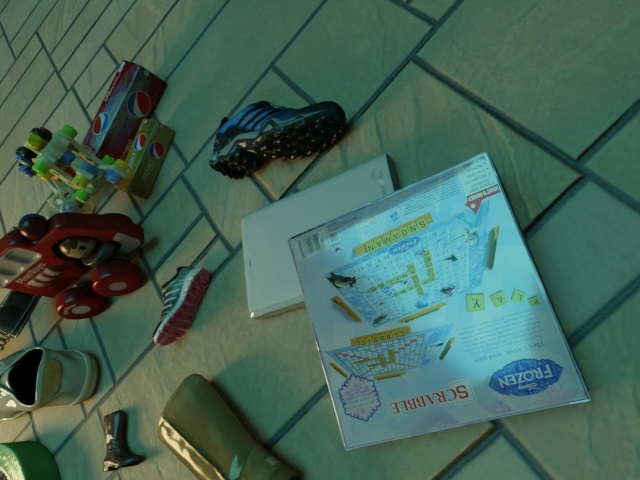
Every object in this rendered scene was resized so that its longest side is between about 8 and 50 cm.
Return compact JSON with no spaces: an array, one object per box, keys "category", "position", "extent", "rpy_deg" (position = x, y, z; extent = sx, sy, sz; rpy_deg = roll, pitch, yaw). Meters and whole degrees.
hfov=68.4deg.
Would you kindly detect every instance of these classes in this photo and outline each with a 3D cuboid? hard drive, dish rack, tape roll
[{"category":"hard drive","position":[0.000,0.000,0.809],"extent":[0.308,0.040,0.203],"rpy_deg":[-21,64,26]},{"category":"dish rack","position":[-0.798,0.215,1.178],"extent":[0.271,0.074,0.208],"rpy_deg":[-45,27,19]},{"category":"tape roll","position":[-0.690,0.610,1.019],"extent":[0.321,0.077,0.321],"rpy_deg":[-11,68,29]}]

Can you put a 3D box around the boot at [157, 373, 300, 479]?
[{"category":"boot","position":[-0.184,0.392,0.773],"extent":[0.270,0.089,0.236],"rpy_deg":[27,79,35]}]

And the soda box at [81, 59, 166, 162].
[{"category":"soda box","position":[-0.499,-0.311,1.190],"extent":[0.083,0.092,0.263],"rpy_deg":[26,89,32]}]

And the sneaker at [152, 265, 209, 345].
[{"category":"sneaker","position":[-0.287,0.123,0.936],"extent":[0.075,0.063,0.170],"rpy_deg":[20,81,35]}]

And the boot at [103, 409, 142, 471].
[{"category":"boot","position":[-0.393,0.388,0.933],"extent":[0.106,0.037,0.114],"rpy_deg":[-22,59,22]}]

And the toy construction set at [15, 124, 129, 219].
[{"category":"toy construction set","position":[-0.587,-0.150,1.098],"extent":[0.328,0.215,0.151],"rpy_deg":[-30,34,49]}]

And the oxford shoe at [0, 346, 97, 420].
[{"category":"oxford shoe","position":[-0.704,0.327,1.090],"extent":[0.450,0.130,0.169],"rpy_deg":[-15,69,29]}]

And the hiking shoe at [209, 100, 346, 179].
[{"category":"hiking shoe","position":[-0.094,-0.221,0.894],"extent":[0.304,0.113,0.132],"rpy_deg":[-12,69,29]}]

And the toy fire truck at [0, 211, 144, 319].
[{"category":"toy fire truck","position":[-0.546,0.037,1.007],"extent":[0.302,0.254,0.169],"rpy_deg":[-31,61,20]}]

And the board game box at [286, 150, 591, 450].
[{"category":"board game box","position":[0.136,0.090,0.646],"extent":[0.319,0.066,0.317],"rpy_deg":[-23,74,24]}]

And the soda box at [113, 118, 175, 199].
[{"category":"soda box","position":[-0.418,-0.194,1.122],"extent":[0.061,0.058,0.181],"rpy_deg":[18,85,36]}]

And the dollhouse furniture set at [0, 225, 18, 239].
[{"category":"dollhouse furniture set","position":[-0.919,0.030,1.322],"extent":[0.144,0.123,0.151],"rpy_deg":[-39,58,16]}]

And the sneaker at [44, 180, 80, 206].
[{"category":"sneaker","position":[-0.688,-0.160,1.280],"extent":[0.086,0.064,0.192],"rpy_deg":[-47,61,9]}]
